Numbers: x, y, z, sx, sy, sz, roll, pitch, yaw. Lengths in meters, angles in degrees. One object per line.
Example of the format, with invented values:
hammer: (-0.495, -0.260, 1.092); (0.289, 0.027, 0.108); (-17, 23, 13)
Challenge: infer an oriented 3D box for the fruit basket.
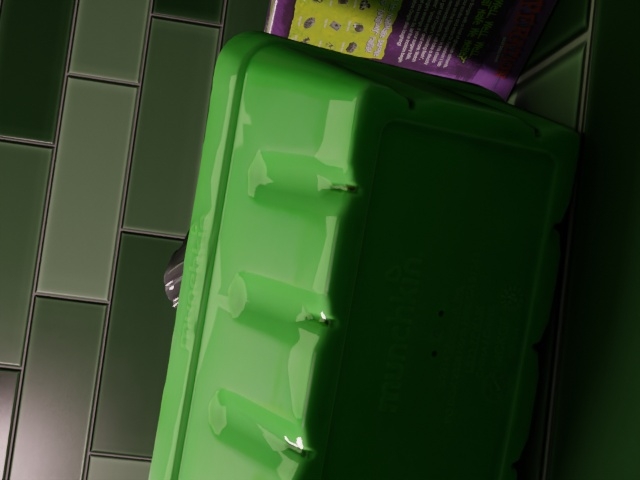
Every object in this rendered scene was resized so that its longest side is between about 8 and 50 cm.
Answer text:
fruit basket: (0.019, 0.043, 0.789); (0.392, 0.283, 0.392); (-171, 90, -66)

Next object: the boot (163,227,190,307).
boot: (0.000, -0.002, 1.191); (0.445, 0.146, 0.367); (-76, -33, -49)

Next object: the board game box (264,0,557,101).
board game box: (0.047, -0.120, 0.843); (0.347, 0.208, 0.056); (109, 166, -55)
